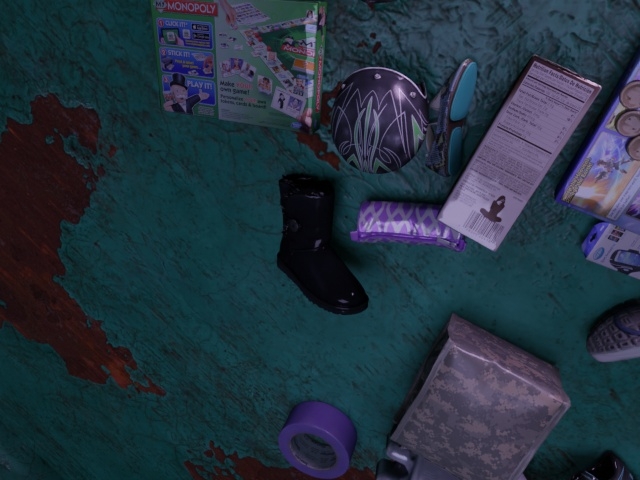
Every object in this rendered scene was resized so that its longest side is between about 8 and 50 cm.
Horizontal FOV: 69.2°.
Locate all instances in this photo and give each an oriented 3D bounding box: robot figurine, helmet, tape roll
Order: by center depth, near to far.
[{"bbox_3d":[0.093,-0.190,0.737,0.170,0.161,0.169,9,119,17],"label":"helmet"},{"bbox_3d":[0.300,0.545,1.014,0.354,0.200,0.299,19,91,11],"label":"robot figurine"},{"bbox_3d":[-0.007,0.510,1.187,0.189,0.080,0.189,9,119,16],"label":"tape roll"}]

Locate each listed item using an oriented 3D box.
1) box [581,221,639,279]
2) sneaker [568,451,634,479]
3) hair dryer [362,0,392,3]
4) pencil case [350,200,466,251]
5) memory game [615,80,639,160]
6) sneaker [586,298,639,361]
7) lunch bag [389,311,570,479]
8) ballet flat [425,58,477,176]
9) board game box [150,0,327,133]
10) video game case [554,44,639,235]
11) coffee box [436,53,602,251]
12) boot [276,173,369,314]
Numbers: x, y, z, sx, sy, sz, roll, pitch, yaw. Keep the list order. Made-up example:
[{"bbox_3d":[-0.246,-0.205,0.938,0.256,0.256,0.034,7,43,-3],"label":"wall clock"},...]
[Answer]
[{"bbox_3d":[0.507,0.013,0.763,0.136,0.028,0.081,24,122,11],"label":"box"},{"bbox_3d":[0.518,0.530,0.935,0.267,0.101,0.106,-27,95,-15],"label":"sneaker"},{"bbox_3d":[0.139,-0.474,0.605,0.294,0.080,0.223,-27,107,15],"label":"hair dryer"},{"bbox_3d":[0.165,-0.024,0.839,0.206,0.088,0.086,5,141,20],"label":"pencil case"},{"bbox_3d":[0.493,-0.171,0.605,0.186,0.012,0.186,10,117,21],"label":"memory game"},{"bbox_3d":[0.599,0.152,0.756,0.297,0.111,0.129,-27,110,31],"label":"sneaker"},{"bbox_3d":[0.293,0.331,0.906,0.235,0.169,0.287,27,109,11],"label":"lunch bag"},{"bbox_3d":[0.203,-0.197,0.755,0.070,0.070,0.188,12,116,15],"label":"ballet flat"},{"bbox_3d":[-0.150,-0.322,0.832,0.317,0.046,0.213,13,119,15],"label":"board game box"},{"bbox_3d":[0.517,-0.130,0.656,0.244,0.061,0.269,25,122,12],"label":"video game case"},{"bbox_3d":[0.274,-0.119,0.677,0.098,0.141,0.246,30,103,9],"label":"coffee box"},{"bbox_3d":[0.000,0.000,0.872,0.246,0.094,0.207,35,132,41],"label":"boot"}]
